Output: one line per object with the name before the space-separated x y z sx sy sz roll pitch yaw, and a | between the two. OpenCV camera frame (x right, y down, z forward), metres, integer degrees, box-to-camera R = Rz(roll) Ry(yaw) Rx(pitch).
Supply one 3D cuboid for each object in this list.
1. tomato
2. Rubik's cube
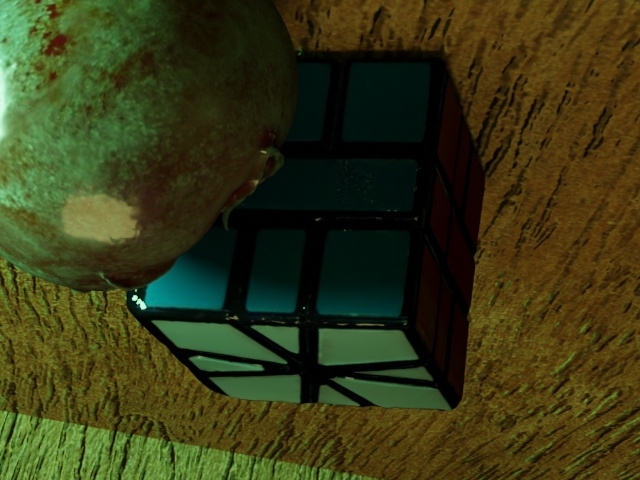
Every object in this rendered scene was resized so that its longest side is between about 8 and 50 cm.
tomato | -0.167 -0.108 1.312 0.282 0.317 0.316 47 147 -11
Rubik's cube | 0.000 0.000 1.554 0.288 0.283 0.293 0 155 18
